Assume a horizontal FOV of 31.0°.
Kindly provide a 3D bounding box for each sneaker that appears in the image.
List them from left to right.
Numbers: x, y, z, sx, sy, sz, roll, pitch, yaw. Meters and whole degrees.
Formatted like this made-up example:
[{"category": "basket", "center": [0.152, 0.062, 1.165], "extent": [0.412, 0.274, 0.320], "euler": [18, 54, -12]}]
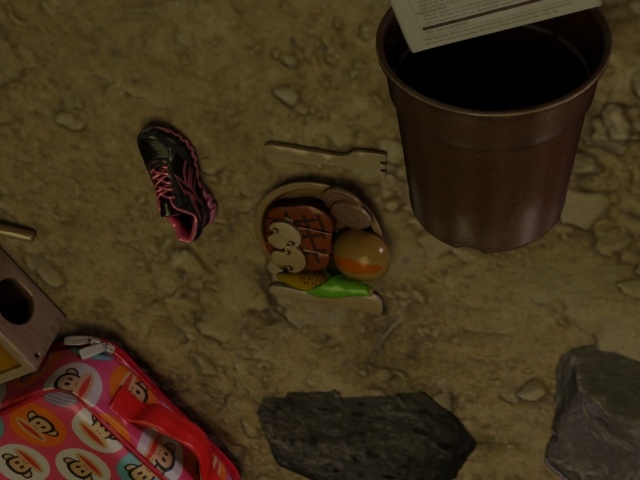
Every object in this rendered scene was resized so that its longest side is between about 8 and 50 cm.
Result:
[{"category": "sneaker", "center": [-0.135, -0.048, 1.053], "extent": [0.047, 0.057, 0.119], "euler": [-10, 124, 27]}]

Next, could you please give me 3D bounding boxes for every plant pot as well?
[{"category": "plant pot", "center": [0.127, -0.090, 0.877], "extent": [0.167, 0.167, 0.165], "euler": [7, 139, 12]}]

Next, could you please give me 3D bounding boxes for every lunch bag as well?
[{"category": "lunch bag", "center": [-0.236, 0.244, 1.291], "extent": [0.258, 0.120, 0.293], "euler": [-23, 119, 31]}]

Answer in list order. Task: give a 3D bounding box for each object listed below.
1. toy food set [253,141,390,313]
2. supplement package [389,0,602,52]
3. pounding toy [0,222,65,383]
[{"category": "toy food set", "center": [0.000, 0.000, 1.064], "extent": [0.132, 0.038, 0.192], "euler": [8, 131, 11]}, {"category": "supplement package", "center": [0.089, -0.270, 0.742], "extent": [0.139, 0.134, 0.244], "euler": [-10, 126, 25]}, {"category": "pounding toy", "center": [-0.368, 0.051, 1.185], "extent": [0.181, 0.094, 0.206], "euler": [-21, 121, 31]}]
